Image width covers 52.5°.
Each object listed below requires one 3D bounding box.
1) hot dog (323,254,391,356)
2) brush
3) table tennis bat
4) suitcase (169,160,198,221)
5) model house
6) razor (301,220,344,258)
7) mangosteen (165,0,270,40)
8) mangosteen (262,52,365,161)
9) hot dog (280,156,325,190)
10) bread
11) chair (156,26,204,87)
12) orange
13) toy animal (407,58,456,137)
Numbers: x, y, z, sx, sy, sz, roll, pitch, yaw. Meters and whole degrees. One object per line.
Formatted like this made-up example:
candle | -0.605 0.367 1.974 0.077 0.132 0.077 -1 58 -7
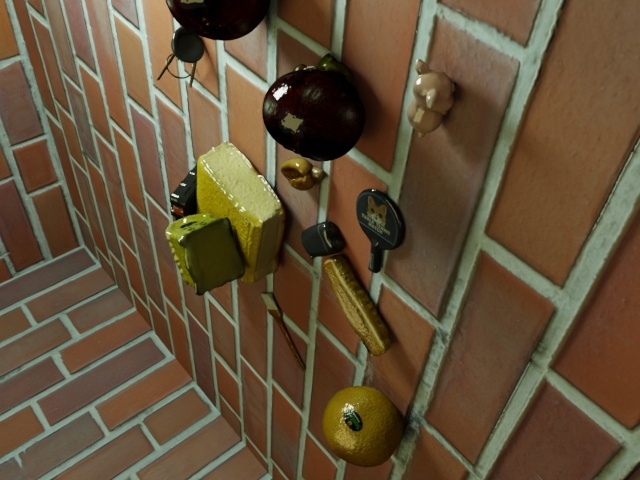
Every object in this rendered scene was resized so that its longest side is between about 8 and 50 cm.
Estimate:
hot dog | 0.099 0.168 1.707 0.083 0.068 0.288 -32 84 38
brush | -0.123 0.318 2.245 0.090 0.017 0.314 -6 111 62
table tennis bat | 0.136 -0.018 1.524 0.150 0.027 0.236 38 142 35
suitcase | -0.414 -0.108 2.123 0.066 0.206 0.285 23 143 7
model house | -0.362 0.032 1.899 0.234 0.175 0.193 11 124 52
razor | 0.000 0.000 1.720 0.148 0.054 0.090 -16 98 60
mangosteen | -0.219 -0.574 1.406 0.235 0.236 0.261 -6 77 59
mangosteen | -0.003 -0.272 1.349 0.216 0.216 0.216 38 144 34
hot dog | -0.045 -0.171 1.638 0.140 0.060 0.089 5 124 64
bread | -0.243 -0.076 1.944 0.323 0.143 0.333 49 149 22
chair | -0.386 -0.511 1.837 0.095 0.104 0.221 36 157 -9
orange | 0.117 0.527 1.847 0.236 0.236 0.236 38 144 34
toy animal | 0.194 -0.246 1.162 0.083 0.089 0.150 40 155 25
